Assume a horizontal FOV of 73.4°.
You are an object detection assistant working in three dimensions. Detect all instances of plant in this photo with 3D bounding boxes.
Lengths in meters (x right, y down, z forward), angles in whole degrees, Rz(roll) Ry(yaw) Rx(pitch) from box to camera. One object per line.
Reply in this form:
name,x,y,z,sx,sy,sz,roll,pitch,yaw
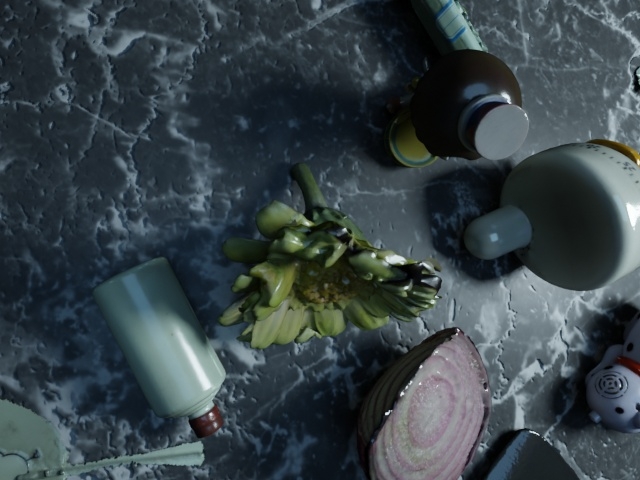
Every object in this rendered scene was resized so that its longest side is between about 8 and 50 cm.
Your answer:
plant,0.036,0.024,0.574,0.261,0.306,0.297,13,53,14

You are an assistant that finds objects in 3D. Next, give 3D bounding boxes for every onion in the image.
onion,0.150,0.276,0.669,0.250,0.111,0.247,-42,121,-23

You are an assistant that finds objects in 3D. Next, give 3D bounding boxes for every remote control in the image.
remote control,0.199,-0.378,0.711,0.335,0.065,0.128,57,34,-5

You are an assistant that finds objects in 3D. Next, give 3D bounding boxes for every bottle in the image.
bottle,-0.202,0.150,0.578,0.104,0.104,0.245,-28,94,-14

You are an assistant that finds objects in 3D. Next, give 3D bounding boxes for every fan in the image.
fan,-0.369,0.311,0.571,0.415,0.012,0.233,-5,89,-14

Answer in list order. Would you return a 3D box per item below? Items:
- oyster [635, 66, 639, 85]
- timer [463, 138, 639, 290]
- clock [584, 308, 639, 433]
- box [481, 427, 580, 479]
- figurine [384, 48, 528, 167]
oyster,0.691,-0.336,0.878,0.100,0.037,0.098,2,67,6
timer,0.375,-0.030,0.674,0.240,0.233,0.233,-21,92,-18
clock,0.582,0.243,0.755,0.254,0.189,0.189,-43,98,0
box,0.358,0.454,0.739,0.201,0.042,0.212,-45,97,-12
figurine,0.186,-0.176,0.610,0.161,0.275,0.158,35,94,-7
